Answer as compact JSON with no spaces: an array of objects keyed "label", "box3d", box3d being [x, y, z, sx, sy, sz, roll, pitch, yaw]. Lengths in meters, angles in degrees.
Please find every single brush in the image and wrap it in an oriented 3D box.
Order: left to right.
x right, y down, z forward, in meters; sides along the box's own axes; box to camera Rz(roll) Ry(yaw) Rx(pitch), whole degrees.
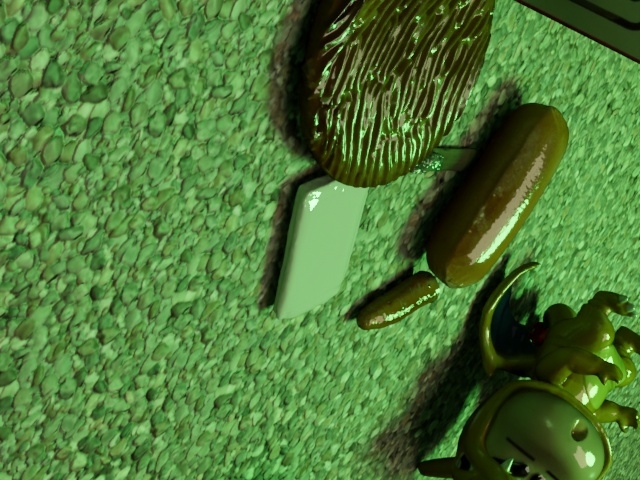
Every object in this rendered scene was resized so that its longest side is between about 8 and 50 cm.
[{"label":"brush","box3d":[0.154,-0.099,1.632,0.190,0.027,0.034,-3,123,-57]}]

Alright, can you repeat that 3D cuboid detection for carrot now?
[{"label":"carrot","box3d":[0.096,0.086,1.706,0.139,0.048,0.048,-28,140,-39]}]

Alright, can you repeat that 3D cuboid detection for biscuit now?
[{"label":"biscuit","box3d":[0.090,-0.203,1.394,0.318,0.040,0.318,-34,138,-37]}]

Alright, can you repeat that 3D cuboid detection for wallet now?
[{"label":"wallet","box3d":[0.000,0.000,1.486,0.124,0.032,0.183,-27,140,-45]}]

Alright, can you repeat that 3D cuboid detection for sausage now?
[{"label":"sausage","box3d":[0.234,-0.059,1.719,0.274,0.105,0.105,-56,151,-5]}]

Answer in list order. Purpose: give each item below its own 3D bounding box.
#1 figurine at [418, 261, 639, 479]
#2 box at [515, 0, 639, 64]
[{"label":"figurine","box3d":[0.357,0.269,2.067,0.387,0.268,0.401,-53,156,-14]},{"label":"box","box3d":[0.412,-0.377,1.472,0.312,0.314,0.300,-18,135,-50]}]
